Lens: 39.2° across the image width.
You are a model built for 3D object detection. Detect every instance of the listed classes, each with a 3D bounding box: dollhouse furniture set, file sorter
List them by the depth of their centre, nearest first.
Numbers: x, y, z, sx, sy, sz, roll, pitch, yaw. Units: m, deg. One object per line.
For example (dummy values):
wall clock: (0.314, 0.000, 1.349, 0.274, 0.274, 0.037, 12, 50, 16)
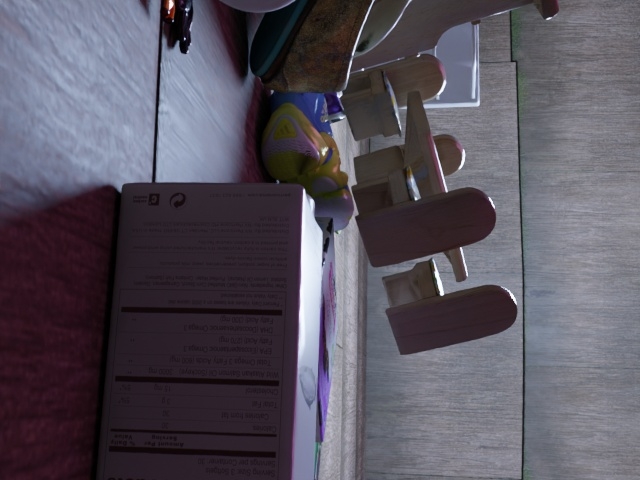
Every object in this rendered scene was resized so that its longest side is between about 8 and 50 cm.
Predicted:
dollhouse furniture set: (0.154, -0.143, 1.070, 0.362, 0.256, 0.394, -93, 166, -56)
file sorter: (0.144, -0.358, 1.618, 0.173, 0.278, 0.192, 54, 37, -73)

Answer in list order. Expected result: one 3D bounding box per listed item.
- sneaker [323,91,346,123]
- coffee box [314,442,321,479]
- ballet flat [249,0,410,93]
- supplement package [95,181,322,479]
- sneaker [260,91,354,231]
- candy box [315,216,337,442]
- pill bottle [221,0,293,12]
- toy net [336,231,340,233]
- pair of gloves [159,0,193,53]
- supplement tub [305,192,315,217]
sneaker: (-0.007, -0.209, 1.271, 0.170, 0.068, 0.071, -96, 167, -58)
coffee box: (-0.024, 0.224, 1.132, 0.184, 0.040, 0.113, 84, 9, -45)
ballet flat: (0.045, -0.255, 0.779, 0.348, 0.123, 0.123, 125, -23, -47)
supplement package: (-0.057, 0.067, 0.514, 0.105, 0.105, 0.179, 68, 23, -76)
sneaker: (-0.009, -0.100, 1.033, 0.240, 0.091, 0.126, 74, 16, -66)
candy box: (-0.025, 0.091, 0.978, 0.196, 0.070, 0.165, -79, 168, -57)
pill bottle: (-0.041, -0.256, 0.693, 0.169, 0.094, 0.094, -83, 171, -47)
toy net: (0.000, 0.000, 1.331, 0.122, 0.045, 0.232, 84, 9, -48)
pair of gloves: (-0.095, -0.167, 0.591, 0.083, 0.010, 0.074, 77, 13, -76)
supplement tub: (-0.041, 0.010, 0.823, 0.071, 0.071, 0.107, 75, 16, -68)
